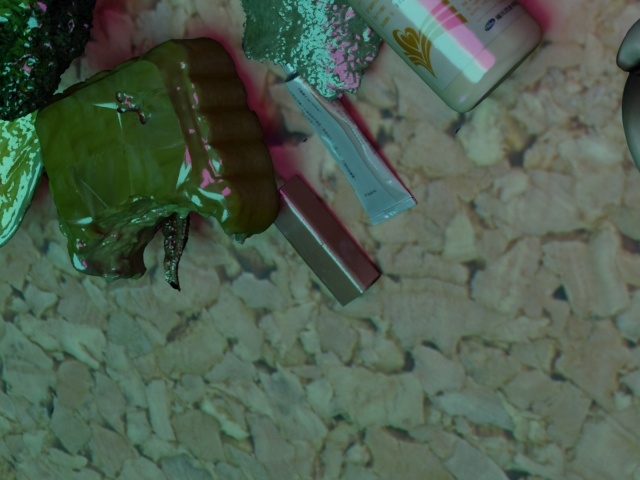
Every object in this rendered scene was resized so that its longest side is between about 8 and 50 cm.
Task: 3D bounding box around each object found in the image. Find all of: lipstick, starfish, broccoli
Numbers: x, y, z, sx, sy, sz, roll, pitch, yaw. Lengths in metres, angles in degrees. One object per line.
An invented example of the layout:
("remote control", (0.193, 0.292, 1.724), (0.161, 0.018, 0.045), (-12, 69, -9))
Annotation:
("lipstick", (0.000, 0.000, 1.608), (0.145, 0.045, 0.045), (50, 130, -3))
("starfish", (-0.184, -0.060, 1.690), (0.213, 0.057, 0.238), (-1, 97, 28))
("broccoli", (-0.380, -0.258, 1.553), (0.297, 0.297, 0.297), (28, 124, 54))

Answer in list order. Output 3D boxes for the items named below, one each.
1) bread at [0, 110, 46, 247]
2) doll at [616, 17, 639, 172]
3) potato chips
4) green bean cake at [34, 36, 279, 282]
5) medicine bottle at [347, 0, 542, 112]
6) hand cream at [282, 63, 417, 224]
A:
("bread", (-0.466, -0.118, 1.755), (0.301, 0.045, 0.301), (0, 100, -1))
("doll", (0.372, -0.168, 1.157), (0.226, 0.215, 0.370), (33, 129, -8))
("potato chips", (-0.038, -0.254, 1.472), (0.228, 0.059, 0.167), (29, 125, 16))
("green bean cake", (-0.183, -0.082, 1.582), (0.236, 0.124, 0.233), (-21, 87, 30))
("medicine bottle", (0.084, -0.241, 1.366), (0.252, 0.114, 0.114), (46, 131, 3))
("hand cream", (0.021, -0.114, 1.538), (0.216, 0.038, 0.052), (55, 155, -14))
